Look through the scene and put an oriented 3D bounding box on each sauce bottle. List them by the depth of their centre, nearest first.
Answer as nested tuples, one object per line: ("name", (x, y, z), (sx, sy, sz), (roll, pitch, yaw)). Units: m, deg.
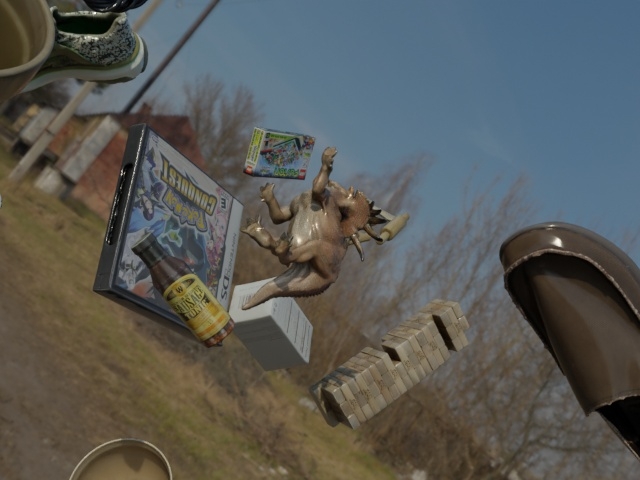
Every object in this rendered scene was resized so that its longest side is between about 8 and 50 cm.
("sauce bottle", (-0.139, 0.049, 0.733), (0.128, 0.042, 0.042), (50, -9, -14))

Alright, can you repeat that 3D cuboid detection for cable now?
("cable", (-0.317, -0.448, 1.201), (0.047, 0.151, 0.184), (30, 33, 33))

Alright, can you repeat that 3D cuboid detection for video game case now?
("video game case", (-0.211, 0.003, 1.093), (0.035, 0.248, 0.275), (-4, -25, 25))

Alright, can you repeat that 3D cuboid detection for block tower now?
("block tower", (0.144, 0.242, 1.450), (0.091, 0.335, 0.097), (62, -20, -11))

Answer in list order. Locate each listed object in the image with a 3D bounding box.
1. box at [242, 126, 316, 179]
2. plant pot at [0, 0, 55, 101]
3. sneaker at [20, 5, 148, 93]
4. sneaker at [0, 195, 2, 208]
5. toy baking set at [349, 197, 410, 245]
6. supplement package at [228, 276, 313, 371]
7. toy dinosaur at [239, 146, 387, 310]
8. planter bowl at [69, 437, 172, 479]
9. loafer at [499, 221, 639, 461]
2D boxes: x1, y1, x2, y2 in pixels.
("box", (-0.096, -0.209, 1.788), (0.036, 0.114, 0.207), (24, 16, 32))
("plant pot", (-0.558, -0.240, 0.944), (0.323, 0.280, 0.323), (32, 35, -26))
("sneaker", (-0.572, -0.422, 1.519), (0.182, 0.410, 0.158), (106, -28, -64))
("sneaker", (-0.801, -0.039, 1.521), (0.107, 0.279, 0.118), (44, -7, 46))
("toy baking set", (0.085, -0.052, 1.526), (0.196, 0.030, 0.256), (17, 27, 25))
("supplement package", (-0.102, 0.177, 1.536), (0.105, 0.105, 0.179), (-13, -48, 20))
("toy dinosaur", (0.000, 0.000, 1.097), (0.127, 0.296, 0.200), (-3, -36, 40))
("planter bowl", (-0.311, 0.415, 1.174), (0.162, 0.162, 0.109), (34, -33, 24))
("loafer", (0.343, 0.133, 0.852), (0.366, 0.130, 0.134), (47, -52, -7))
